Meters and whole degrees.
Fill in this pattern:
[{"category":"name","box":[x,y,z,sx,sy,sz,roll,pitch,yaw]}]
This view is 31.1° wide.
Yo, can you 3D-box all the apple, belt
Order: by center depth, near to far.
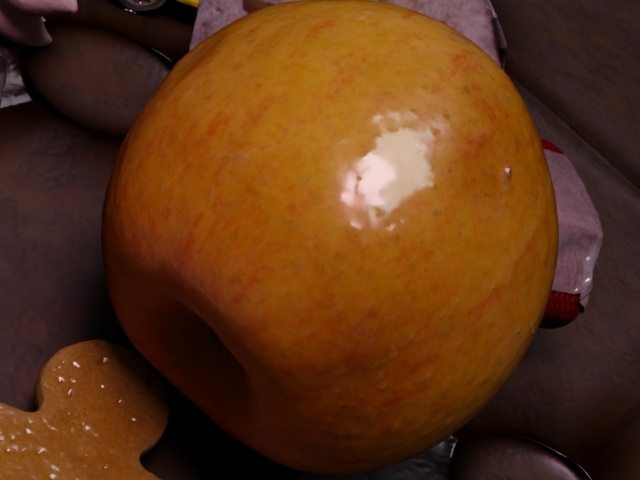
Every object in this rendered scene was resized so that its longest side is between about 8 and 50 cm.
[{"category":"apple","box":[0.000,0.000,0.734,0.299,0.299,0.275,37,50,5]},{"category":"belt","box":[0.142,-0.016,0.971,0.124,0.128,0.200,12,39,-24]}]

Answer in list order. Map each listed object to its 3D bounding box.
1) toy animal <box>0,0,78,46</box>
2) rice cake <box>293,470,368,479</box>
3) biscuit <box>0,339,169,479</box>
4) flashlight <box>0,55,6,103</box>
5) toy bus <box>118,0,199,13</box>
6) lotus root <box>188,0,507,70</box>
[{"category":"toy animal","box":[-0.301,-0.225,0.907,0.212,0.124,0.124,40,38,-1]},{"category":"rice cake","box":[-0.023,0.209,0.687,0.080,0.042,0.222,38,38,9]},{"category":"biscuit","box":[-0.155,0.151,0.661,0.158,0.035,0.240,30,39,-7]},{"category":"flashlight","box":[-0.421,-0.132,0.741,0.424,0.103,0.103,14,42,-18]},{"category":"toy bus","box":[-0.052,-0.280,1.101,0.330,0.152,0.144,16,40,-21]},{"category":"lotus root","box":[0.010,-0.140,0.939,0.272,0.272,0.192,23,24,-12]}]
